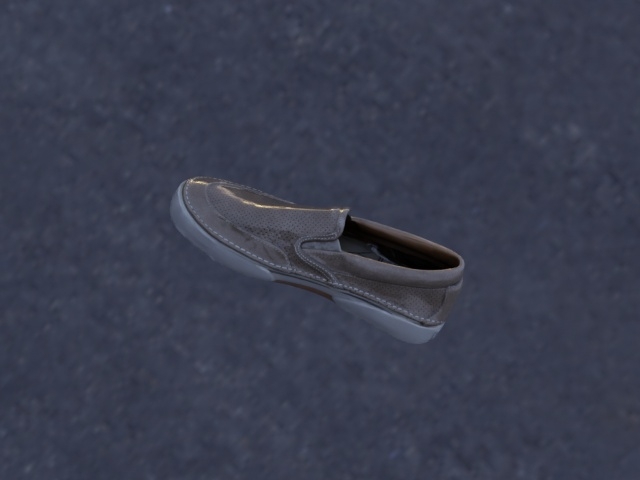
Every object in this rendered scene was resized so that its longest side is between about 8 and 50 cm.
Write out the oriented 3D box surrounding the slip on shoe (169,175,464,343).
[{"bbox_3d":[0.000,0.000,0.876,0.135,0.041,0.051,27,36,-2],"label":"slip on shoe"}]
